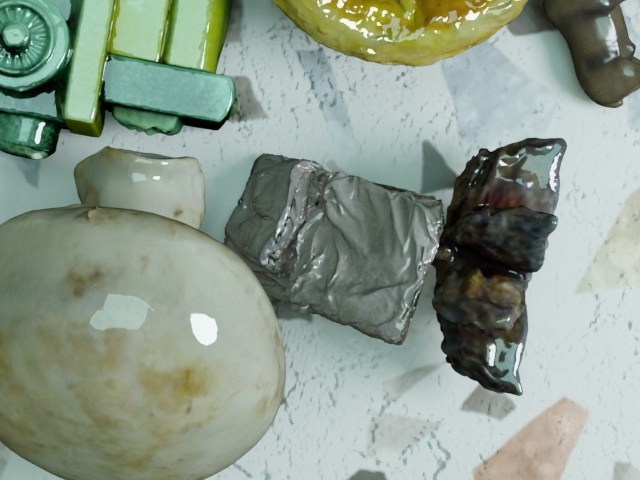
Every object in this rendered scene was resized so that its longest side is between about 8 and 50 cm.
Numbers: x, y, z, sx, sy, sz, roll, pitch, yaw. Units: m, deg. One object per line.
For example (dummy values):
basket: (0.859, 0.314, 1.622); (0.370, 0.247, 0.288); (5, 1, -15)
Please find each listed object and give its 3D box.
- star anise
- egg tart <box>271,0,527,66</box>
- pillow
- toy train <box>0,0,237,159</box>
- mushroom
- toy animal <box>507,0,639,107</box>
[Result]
star anise: (0.141, 0.015, 1.366); (0.109, 0.236, 0.223); (14, 87, -1)
egg tart: (0.065, -0.313, 1.379); (0.319, 0.128, 0.318); (-2, 101, -10)
pillow: (0.000, 0.000, 1.391); (0.248, 0.049, 0.135); (19, 84, 42)
toy train: (-0.181, -0.260, 1.422); (0.253, 0.160, 0.397); (10, 87, -6)
mushroom: (-0.159, 0.063, 1.364); (0.298, 0.297, 0.290); (16, 53, 0)
toy animal: (0.234, -0.220, 1.446); (0.186, 0.094, 0.214); (-15, 103, 23)
